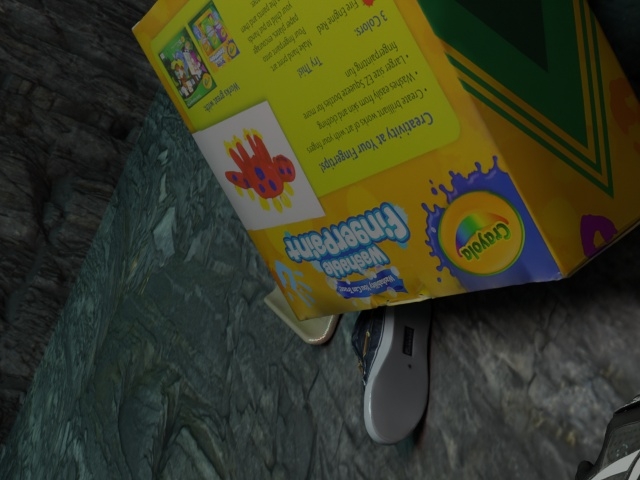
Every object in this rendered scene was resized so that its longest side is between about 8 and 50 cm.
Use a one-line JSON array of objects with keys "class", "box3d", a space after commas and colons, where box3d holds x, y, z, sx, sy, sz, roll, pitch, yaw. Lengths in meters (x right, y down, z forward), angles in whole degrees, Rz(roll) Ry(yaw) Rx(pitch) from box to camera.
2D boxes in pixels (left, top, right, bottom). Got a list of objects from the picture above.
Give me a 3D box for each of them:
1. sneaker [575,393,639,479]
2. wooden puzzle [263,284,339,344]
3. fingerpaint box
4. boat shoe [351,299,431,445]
[{"class": "sneaker", "box3d": [0.237, 0.125, 0.619, 0.234, 0.078, 0.106, -54, 29, 34]}, {"class": "wooden puzzle", "box3d": [0.000, 0.000, 1.297, 0.239, 0.044, 0.221, -66, 23, 4]}, {"class": "fingerpaint box", "box3d": [0.045, -0.134, 0.901, 0.163, 0.371, 0.445, -33, 6, -28]}, {"class": "boat shoe", "box3d": [0.067, 0.134, 1.014, 0.083, 0.065, 0.183, -40, 29, 51]}]
